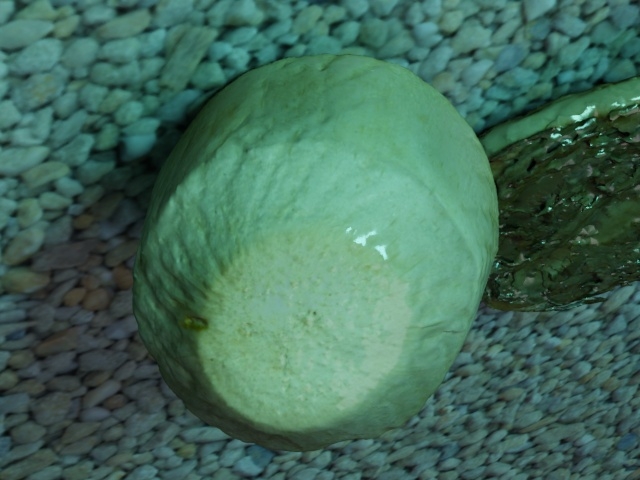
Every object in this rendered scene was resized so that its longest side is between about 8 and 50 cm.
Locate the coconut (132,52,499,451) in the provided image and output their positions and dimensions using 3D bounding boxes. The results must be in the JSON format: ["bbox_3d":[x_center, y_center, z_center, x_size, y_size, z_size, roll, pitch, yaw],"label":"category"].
[{"bbox_3d":[0.000,0.000,1.280,0.328,0.329,0.329,-19,146,-13],"label":"coconut"}]

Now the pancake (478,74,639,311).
[{"bbox_3d":[0.271,-0.039,1.546,0.382,0.071,0.382,-10,149,-6],"label":"pancake"}]
